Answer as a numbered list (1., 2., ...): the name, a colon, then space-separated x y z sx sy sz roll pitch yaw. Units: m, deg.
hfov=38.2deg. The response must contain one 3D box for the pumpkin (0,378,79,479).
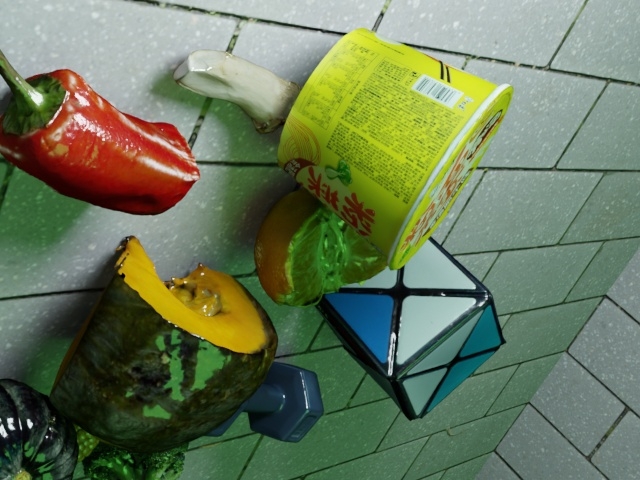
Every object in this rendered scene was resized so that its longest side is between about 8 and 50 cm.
1. pumpkin: -0.437 0.295 1.244 0.221 0.162 0.220 -21 120 -42

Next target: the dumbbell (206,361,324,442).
1. dumbbell: -0.132 0.278 1.648 0.325 0.160 0.144 21 79 -55

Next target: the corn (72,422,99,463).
1. corn: -0.479 0.353 1.384 0.318 0.115 0.115 -27 144 -26

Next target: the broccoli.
1. broccoli: -0.314 0.371 1.551 0.195 0.156 0.195 0 161 0

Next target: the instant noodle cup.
1. instant noodle cup: 0.095 -0.140 1.287 0.311 0.221 0.311 -52 167 -16

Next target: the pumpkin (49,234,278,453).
1. pumpkin: -0.216 0.157 1.317 0.303 0.256 0.225 20 116 -39

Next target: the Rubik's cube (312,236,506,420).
1. Rubik's cube: 0.169 0.150 1.739 0.246 0.250 0.248 -40 150 -6

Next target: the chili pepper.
1. chili pepper: -0.288 -0.118 1.034 0.131 0.134 0.338 -38 151 15

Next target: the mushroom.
1. mushroom: -0.108 -0.199 1.204 0.084 0.071 0.209 -27 154 30

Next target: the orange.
1. orange: -0.005 -0.002 1.452 0.237 0.158 0.179 -26 140 -28
